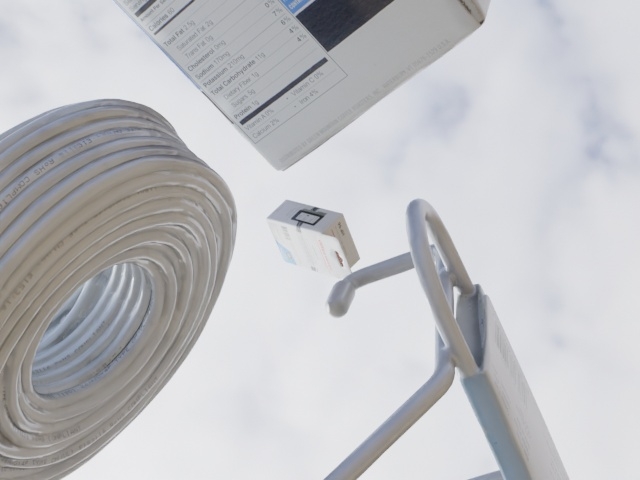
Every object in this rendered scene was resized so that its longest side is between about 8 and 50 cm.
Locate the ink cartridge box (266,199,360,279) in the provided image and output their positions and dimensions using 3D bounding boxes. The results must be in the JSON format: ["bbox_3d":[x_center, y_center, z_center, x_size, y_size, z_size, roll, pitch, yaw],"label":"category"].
[{"bbox_3d":[0.000,0.000,0.960,0.028,0.083,0.048,-43,-51,-28],"label":"ink cartridge box"}]

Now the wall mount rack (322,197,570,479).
[{"bbox_3d":[0.075,0.165,0.744,0.130,0.304,0.350,-21,-69,17],"label":"wall mount rack"}]

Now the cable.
[{"bbox_3d":[-0.158,0.038,0.720,0.257,0.089,0.257,-58,-23,8],"label":"cable"}]

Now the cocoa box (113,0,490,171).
[{"bbox_3d":[0.007,-0.275,1.015,0.228,0.231,0.347,45,-146,-17],"label":"cocoa box"}]
